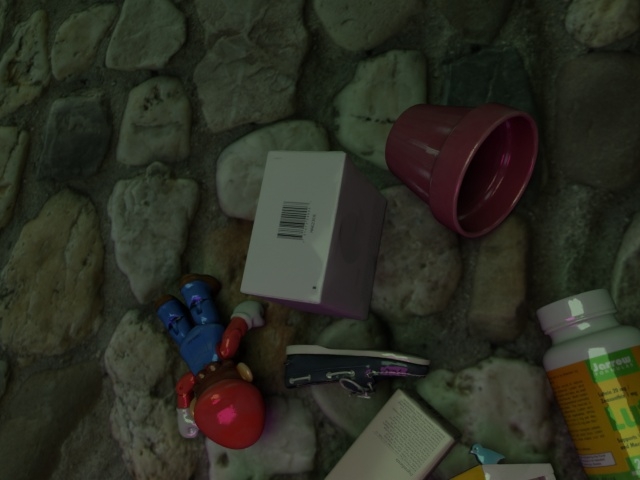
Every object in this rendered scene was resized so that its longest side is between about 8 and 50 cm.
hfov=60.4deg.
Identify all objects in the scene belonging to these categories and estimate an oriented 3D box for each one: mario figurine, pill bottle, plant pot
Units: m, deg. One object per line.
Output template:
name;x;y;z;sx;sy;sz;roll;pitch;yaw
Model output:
mario figurine;-0.181;0.223;0.988;0.321;0.170;0.198;58;137;34
pill bottle;0.385;0.196;0.737;0.136;0.136;0.246;-21;69;15
plant pot;0.210;-0.130;0.875;0.180;0.201;0.201;34;90;41

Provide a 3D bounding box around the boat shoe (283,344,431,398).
boat shoe;0.052;0.212;0.888;0.254;0.095;0.079;-2;74;23

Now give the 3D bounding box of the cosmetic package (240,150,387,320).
cosmetic package;0.000;0.000;0.893;0.138;0.224;0.224;5;78;25

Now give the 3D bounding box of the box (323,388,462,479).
box;0.084;0.364;0.836;0.113;0.094;0.275;41;94;26

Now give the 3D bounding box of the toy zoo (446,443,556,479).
toy zoo;0.255;0.429;0.746;0.192;0.030;0.294;-13;65;-1
